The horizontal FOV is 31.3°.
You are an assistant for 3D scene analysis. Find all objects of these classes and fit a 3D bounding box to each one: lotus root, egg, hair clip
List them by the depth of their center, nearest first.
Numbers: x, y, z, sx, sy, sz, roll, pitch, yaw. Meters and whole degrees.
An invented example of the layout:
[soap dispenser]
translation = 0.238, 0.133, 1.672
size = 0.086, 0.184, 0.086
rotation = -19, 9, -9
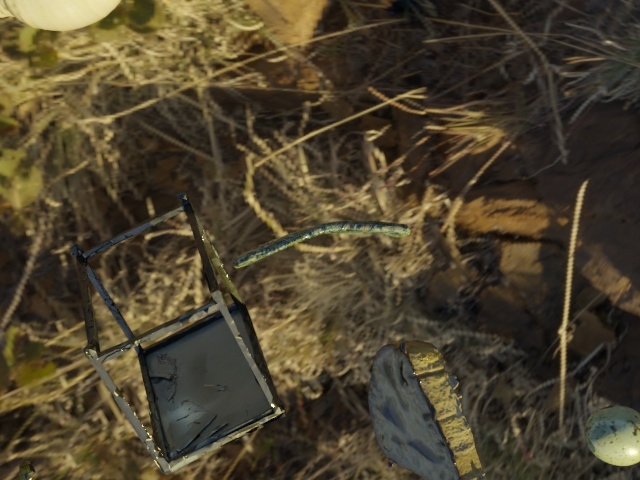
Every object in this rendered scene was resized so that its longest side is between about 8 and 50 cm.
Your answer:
[hair clip]
translation = -0.001, -0.002, 1.447
size = 0.229, 0.066, 0.036
rotation = -11, 87, -4
[egg]
translation = 0.420, 0.277, 1.621
size = 0.085, 0.110, 0.085
rotation = -22, 64, 55
[lotus root]
translation = 0.155, 0.284, 1.786
size = 0.170, 0.074, 0.260
rotation = -26, 78, 47

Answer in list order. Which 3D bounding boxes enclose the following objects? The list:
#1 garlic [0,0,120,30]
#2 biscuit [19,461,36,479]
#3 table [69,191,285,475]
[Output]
[garlic]
translation = -0.249, -0.313, 1.134
size = 0.281, 0.203, 0.184
rotation = -24, 87, 7
[biscuit]
translation = -0.380, 0.441, 1.578
size = 0.026, 0.048, 0.291
rotation = -14, 109, -20
[table]
translation = -0.238, 0.140, 1.852
size = 0.222, 0.335, 0.272
rotation = -26, 122, -2
